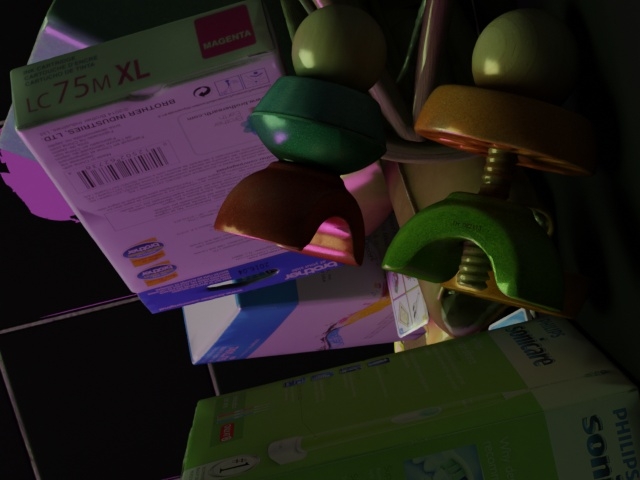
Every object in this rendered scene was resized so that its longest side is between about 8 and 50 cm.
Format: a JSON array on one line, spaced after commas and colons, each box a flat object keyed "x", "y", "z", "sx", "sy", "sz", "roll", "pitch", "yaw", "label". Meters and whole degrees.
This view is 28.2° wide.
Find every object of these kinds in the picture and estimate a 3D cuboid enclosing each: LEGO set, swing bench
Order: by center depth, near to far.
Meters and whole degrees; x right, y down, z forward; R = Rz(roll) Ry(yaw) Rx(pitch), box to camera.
[{"x": 0.031, "y": -0.216, "z": 0.923, "sx": 0.253, "sy": 0.165, "sz": 0.255, "roll": -105, "pitch": 1, "yaw": -52, "label": "swing bench"}, {"x": 0.103, "y": 0.046, "z": 1.139, "sx": 0.182, "sy": 0.060, "sz": 0.244, "roll": -35, "pitch": 58, "yaw": 49, "label": "LEGO set"}]

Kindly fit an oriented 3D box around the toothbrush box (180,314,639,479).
[{"x": 0.060, "y": 0.156, "z": 0.851, "sx": 0.206, "sy": 0.283, "sz": 0.122, "roll": -108, "pitch": 3, "yaw": -81, "label": "toothbrush box"}]

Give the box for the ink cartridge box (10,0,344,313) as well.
[{"x": -0.094, "y": -0.049, "z": 0.986, "sx": 0.311, "sy": 0.185, "sz": 0.065, "roll": 69, "pitch": -174, "yaw": -58, "label": "ink cartridge box"}]

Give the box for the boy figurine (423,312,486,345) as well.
[{"x": 0.155, "y": 0.149, "z": 1.253, "sx": 0.177, "sy": 0.092, "sz": 0.285, "roll": -38, "pitch": -60, "yaw": -64, "label": "boy figurine"}]

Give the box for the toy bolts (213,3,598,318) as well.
[{"x": 0.071, "y": -0.054, "z": 0.780, "sx": 0.218, "sy": 0.228, "sz": 0.159, "roll": 17, "pitch": -94, "yaw": -63, "label": "toy bolts"}]

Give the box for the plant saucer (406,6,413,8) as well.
[{"x": -0.056, "y": -0.197, "z": 1.372, "sx": 0.081, "sy": 0.332, "sz": 0.333, "roll": -99, "pitch": -4, "yaw": -56, "label": "plant saucer"}]

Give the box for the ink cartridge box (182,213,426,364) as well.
[{"x": 0.000, "y": 0.000, "z": 1.340, "sx": 0.197, "sy": 0.270, "sz": 0.198, "roll": 132, "pitch": 131, "yaw": -61, "label": "ink cartridge box"}]

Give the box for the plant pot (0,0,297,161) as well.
[{"x": -0.106, "y": -0.172, "z": 1.138, "sx": 0.247, "sy": 0.252, "sz": 0.248, "roll": -44, "pitch": 22, "yaw": 59, "label": "plant pot"}]

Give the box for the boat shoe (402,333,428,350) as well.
[{"x": 0.163, "y": 0.180, "z": 1.495, "sx": 0.103, "sy": 0.092, "sz": 0.285, "roll": 136, "pitch": 125, "yaw": -67, "label": "boat shoe"}]

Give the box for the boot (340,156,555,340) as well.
[{"x": 0.074, "y": -0.021, "z": 1.035, "sx": 0.269, "sy": 0.089, "sz": 0.236, "roll": -108, "pitch": 31, "yaw": -48, "label": "boot"}]

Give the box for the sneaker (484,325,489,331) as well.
[{"x": 0.154, "y": 0.091, "z": 1.437, "sx": 0.188, "sy": 0.066, "sz": 0.071, "roll": -103, "pitch": -1, "yaw": -51, "label": "sneaker"}]

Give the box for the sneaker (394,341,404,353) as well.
[{"x": 0.141, "y": 0.065, "z": 1.667, "sx": 0.123, "sy": 0.109, "sz": 0.296, "roll": -17, "pitch": -88, "yaw": -67, "label": "sneaker"}]
